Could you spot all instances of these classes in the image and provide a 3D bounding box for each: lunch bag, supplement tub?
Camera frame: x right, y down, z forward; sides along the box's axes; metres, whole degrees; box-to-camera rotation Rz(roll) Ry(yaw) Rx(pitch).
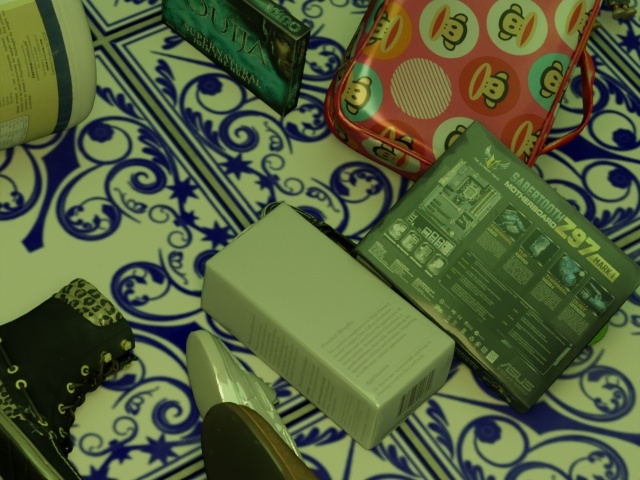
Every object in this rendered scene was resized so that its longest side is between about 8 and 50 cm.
[{"bbox_3d":[0.168,-0.191,1.974,0.258,0.120,0.293,27,80,-4],"label":"lunch bag"},{"bbox_3d":[-0.405,-0.179,1.872,0.316,0.228,0.228,-20,59,-22],"label":"supplement tub"}]

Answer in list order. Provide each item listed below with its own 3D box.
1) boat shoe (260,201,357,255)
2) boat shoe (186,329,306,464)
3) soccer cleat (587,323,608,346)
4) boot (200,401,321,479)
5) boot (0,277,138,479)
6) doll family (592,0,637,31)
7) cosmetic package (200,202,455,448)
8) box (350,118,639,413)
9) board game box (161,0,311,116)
[{"bbox_3d":[0.000,0.000,1.923,0.142,0.040,0.049,36,57,17],"label":"boat shoe"},{"bbox_3d":[-0.067,0.160,1.782,0.063,0.066,0.184,-14,56,-31],"label":"boat shoe"},{"bbox_3d":[0.217,0.039,1.920,0.072,0.060,0.179,-30,67,-26],"label":"soccer cleat"},{"bbox_3d":[0.007,0.264,1.688,0.115,0.112,0.305,-27,76,-40],"label":"boot"},{"bbox_3d":[-0.229,0.147,1.750,0.178,0.085,0.236,-31,64,-30],"label":"boot"},{"bbox_3d":[0.265,-0.290,2.149,0.193,0.076,0.111,-9,74,-36],"label":"doll family"},{"bbox_3d":[0.005,0.081,1.839,0.231,0.085,0.117,40,57,21],"label":"cosmetic package"},{"bbox_3d":[0.174,0.025,1.857,0.232,0.059,0.183,42,78,4],"label":"box"},{"bbox_3d":[-0.093,-0.230,2.025,0.186,0.126,0.026,38,57,19],"label":"board game box"}]
